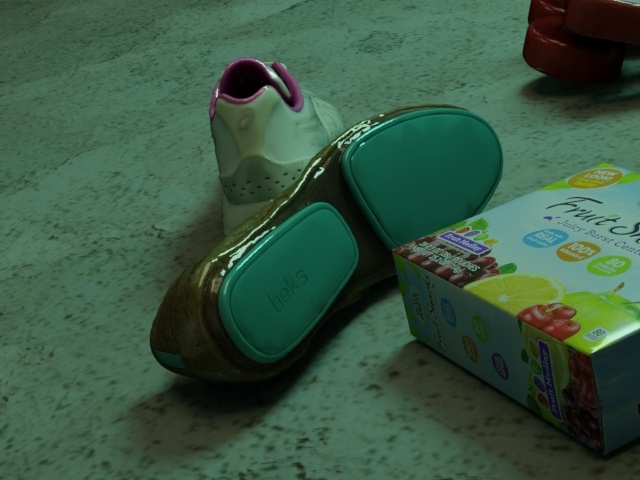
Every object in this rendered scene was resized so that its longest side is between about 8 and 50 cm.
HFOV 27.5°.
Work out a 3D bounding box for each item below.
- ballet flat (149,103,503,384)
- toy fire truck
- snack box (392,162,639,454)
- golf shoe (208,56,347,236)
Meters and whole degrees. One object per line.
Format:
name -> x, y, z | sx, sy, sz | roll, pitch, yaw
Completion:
ballet flat -> 0.000, 0.000, 0.936 | 0.124, 0.116, 0.342 | -19, 16, 45
toy fire truck -> 0.339, -0.252, 1.283 | 0.254, 0.169, 0.302 | 10, 27, 7
snack box -> 0.170, 0.029, 0.786 | 0.174, 0.070, 0.207 | -22, 24, -19
golf shoe -> -0.036, -0.105, 1.138 | 0.115, 0.140, 0.306 | -13, 20, 4
